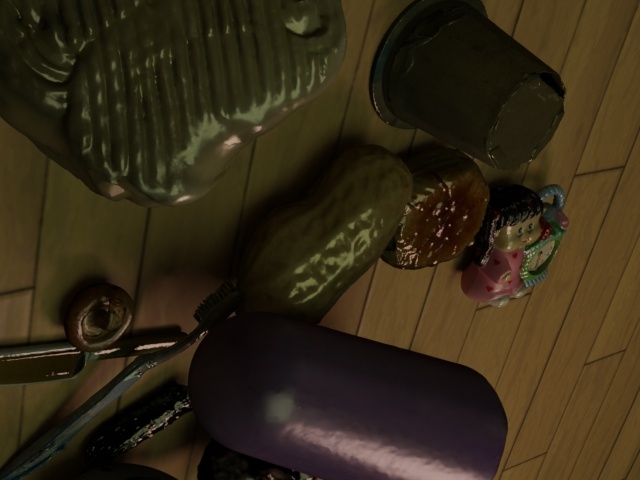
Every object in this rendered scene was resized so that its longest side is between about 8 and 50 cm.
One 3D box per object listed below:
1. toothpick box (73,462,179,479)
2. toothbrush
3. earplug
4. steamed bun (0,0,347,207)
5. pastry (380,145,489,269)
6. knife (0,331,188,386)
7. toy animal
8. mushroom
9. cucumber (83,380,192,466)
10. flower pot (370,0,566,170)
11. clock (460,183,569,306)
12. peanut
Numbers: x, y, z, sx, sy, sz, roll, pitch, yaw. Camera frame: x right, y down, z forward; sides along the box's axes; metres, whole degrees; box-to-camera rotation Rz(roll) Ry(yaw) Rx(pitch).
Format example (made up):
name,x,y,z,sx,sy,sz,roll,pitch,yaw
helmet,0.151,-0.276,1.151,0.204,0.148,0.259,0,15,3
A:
name,x,y,z,sx,sy,sz,roll,pitch,yaw
toothpick box,-0.269,0.469,1.535,0.263,0.263,0.354,1,122,-44
toothbrush,-0.265,0.193,1.464,0.413,0.042,0.035,-40,148,1
earplug,0.026,0.214,1.443,0.456,0.215,0.215,24,104,-42
steamed bun,-0.173,-0.206,1.091,0.324,0.219,0.309,-44,104,-12
pastry,0.155,-0.044,1.652,0.192,0.093,0.182,-20,131,-30
knife,-0.310,0.154,1.425,0.343,0.027,0.061,-2,127,-43
toy animal,-0.060,0.290,1.659,0.344,0.194,0.302,-39,147,-17
mushroom,-0.262,0.085,1.368,0.088,0.072,0.129,1,156,-28
cucumber,-0.247,0.252,1.551,0.181,0.053,0.053,-33,139,-18
flower pot,0.210,-0.204,1.490,0.212,0.203,0.212,-27,136,-30
clock,0.322,-0.009,1.842,0.194,0.100,0.195,-25,139,-33
peanut,0.000,0.000,1.504,0.313,0.152,0.152,-45,142,-4
